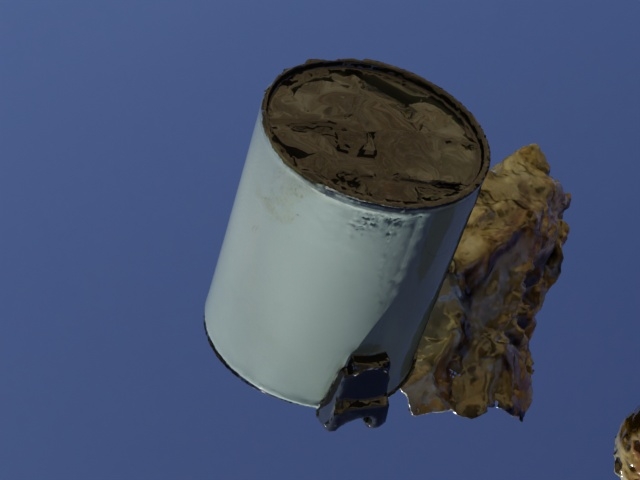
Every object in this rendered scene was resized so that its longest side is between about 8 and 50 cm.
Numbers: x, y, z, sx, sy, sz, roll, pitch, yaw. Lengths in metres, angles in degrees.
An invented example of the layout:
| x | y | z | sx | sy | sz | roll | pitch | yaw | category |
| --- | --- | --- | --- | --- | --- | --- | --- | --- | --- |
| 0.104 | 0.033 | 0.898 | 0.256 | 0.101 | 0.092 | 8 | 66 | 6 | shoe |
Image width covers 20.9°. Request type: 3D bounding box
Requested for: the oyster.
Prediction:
| x | y | z | sx | sy | sz | roll | pitch | yaw | category |
| --- | --- | --- | --- | --- | --- | --- | --- | --- | --- |
| 0.185 | 0.032 | 1.848 | 0.107 | 0.201 | 0.354 | -30 | -142 | 52 | oyster |

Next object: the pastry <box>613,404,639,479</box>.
| x | y | z | sx | sy | sz | roll | pitch | yaw | category |
| --- | --- | --- | --- | --- | --- | --- | --- | --- | --- |
| 0.390 | 0.216 | 1.716 | 0.182 | 0.192 | 0.093 | 45 | -144 | 13 | pastry |

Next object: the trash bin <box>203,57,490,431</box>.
| x | y | z | sx | sy | sz | roll | pitch | yaw | category |
| --- | --- | --- | --- | --- | --- | --- | --- | --- | --- |
| 0.021 | -0.005 | 1.641 | 0.217 | 0.262 | 0.277 | -5 | -135 | -26 | trash bin |
